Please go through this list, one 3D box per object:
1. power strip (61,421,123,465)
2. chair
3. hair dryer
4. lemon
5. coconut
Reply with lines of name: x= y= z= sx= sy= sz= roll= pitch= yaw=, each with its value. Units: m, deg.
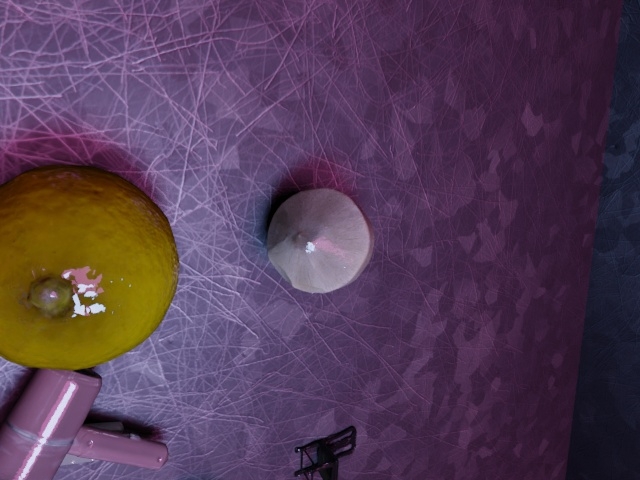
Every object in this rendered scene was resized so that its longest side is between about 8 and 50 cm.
power strip: x=-0.522 y=0.437 z=0.956 sx=0.192 sy=0.035 sz=0.081 roll=9 pitch=97 yaw=-35
chair: x=0.040 y=0.663 z=1.349 sx=0.229 sy=0.113 sz=0.106 roll=-7 pitch=110 yaw=-28
hair dryer: x=-0.451 y=0.394 z=0.922 sx=0.352 sy=0.125 sz=0.210 roll=37 pitch=69 yaw=-38
lemon: x=-0.404 y=0.052 z=0.733 sx=0.365 sy=0.364 sz=0.363 roll=-10 pitch=110 yaw=-30
coconut: x=0.000 y=0.000 z=1.016 sx=0.266 sy=0.238 sz=0.237 roll=0 pitch=110 yaw=-79
